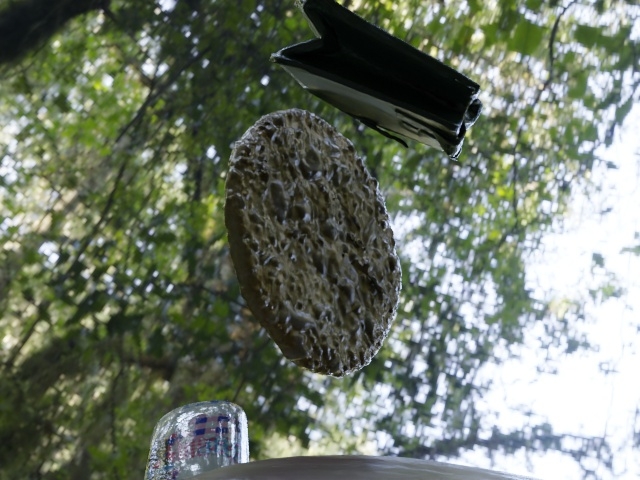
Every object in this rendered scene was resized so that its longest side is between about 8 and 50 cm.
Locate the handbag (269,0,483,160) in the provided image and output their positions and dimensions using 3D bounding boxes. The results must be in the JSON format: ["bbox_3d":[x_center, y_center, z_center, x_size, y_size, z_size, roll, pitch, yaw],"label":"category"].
[{"bbox_3d":[0.073,-0.182,1.244,0.238,0.326,0.089,28,-88,5],"label":"handbag"}]

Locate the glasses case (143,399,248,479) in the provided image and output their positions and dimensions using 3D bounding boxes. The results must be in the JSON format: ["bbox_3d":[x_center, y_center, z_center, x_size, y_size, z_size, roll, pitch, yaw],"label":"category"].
[{"bbox_3d":[-0.150,0.292,1.279,0.125,0.327,0.076,-13,-68,0],"label":"glasses case"}]

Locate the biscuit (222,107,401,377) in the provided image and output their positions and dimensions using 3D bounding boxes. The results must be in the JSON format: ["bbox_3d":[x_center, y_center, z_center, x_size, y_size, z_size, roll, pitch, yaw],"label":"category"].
[{"bbox_3d":[-0.001,0.000,0.808,0.033,0.220,0.220,-16,-60,33],"label":"biscuit"}]

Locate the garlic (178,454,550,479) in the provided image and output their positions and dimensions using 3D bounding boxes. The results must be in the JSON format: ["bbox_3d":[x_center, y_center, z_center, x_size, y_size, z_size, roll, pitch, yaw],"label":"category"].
[{"bbox_3d":[0.074,0.135,0.353,0.340,0.231,0.246,-28,-83,40],"label":"garlic"}]
